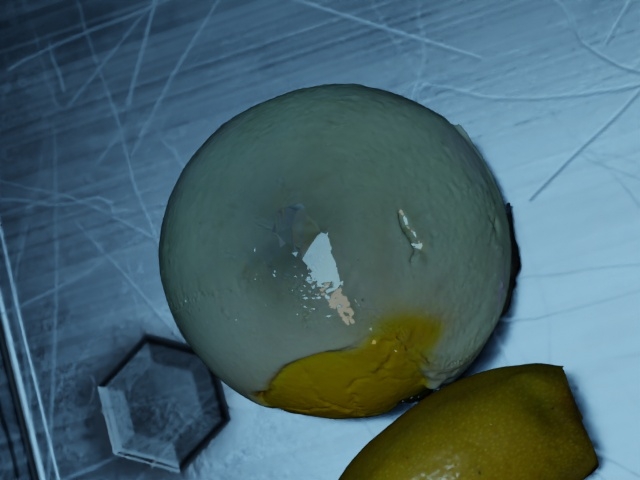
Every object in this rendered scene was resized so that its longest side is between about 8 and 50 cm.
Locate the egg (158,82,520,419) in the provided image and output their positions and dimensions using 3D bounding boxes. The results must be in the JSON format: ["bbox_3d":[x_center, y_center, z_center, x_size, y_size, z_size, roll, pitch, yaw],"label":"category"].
[{"bbox_3d":[0.000,0.000,1.670,0.337,0.201,0.337,-2,81,10],"label":"egg"}]

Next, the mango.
[{"bbox_3d":[0.097,0.249,1.645,0.187,0.144,0.359,33,84,-3],"label":"mango"}]
